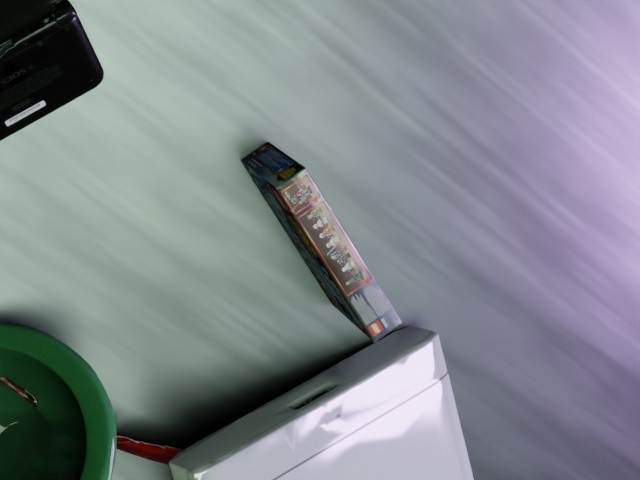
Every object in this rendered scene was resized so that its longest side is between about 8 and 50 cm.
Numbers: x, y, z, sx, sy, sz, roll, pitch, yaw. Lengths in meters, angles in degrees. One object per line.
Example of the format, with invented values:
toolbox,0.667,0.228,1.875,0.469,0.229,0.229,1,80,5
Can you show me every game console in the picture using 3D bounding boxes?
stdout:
game console,-0.223,-0.131,1.122,0.122,0.071,0.107,-30,141,-8

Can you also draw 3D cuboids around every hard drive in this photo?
hard drive,0.033,0.272,1.258,0.233,0.047,0.353,-27,113,-33

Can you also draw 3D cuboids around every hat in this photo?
hat,-0.191,0.168,1.205,0.208,0.183,0.173,27,82,20

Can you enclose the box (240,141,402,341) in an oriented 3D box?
box,0.000,0.000,1.186,0.027,0.094,0.137,-35,113,-6
